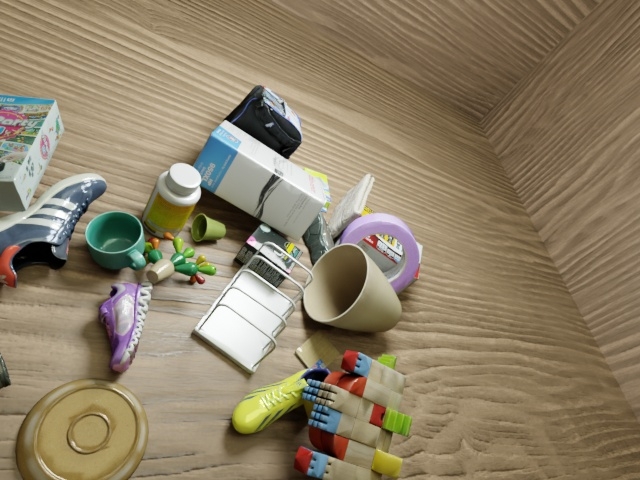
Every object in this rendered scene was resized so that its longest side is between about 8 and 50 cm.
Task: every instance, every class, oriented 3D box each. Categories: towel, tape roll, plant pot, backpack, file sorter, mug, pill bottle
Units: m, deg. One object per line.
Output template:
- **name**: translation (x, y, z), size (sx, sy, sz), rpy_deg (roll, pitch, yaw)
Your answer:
- **towel**: translation (0.113, -0.133, 1.668), size (0.049, 0.187, 0.282), rpy_deg (38, 39, -12)
- **tape roll**: translation (0.197, 0.049, 1.498), size (0.274, 0.275, 0.090), rpy_deg (36, 19, -9)
- **plant pot**: translation (0.131, 0.186, 1.383), size (0.274, 0.256, 0.257), rpy_deg (35, 37, -35)
- **backpack**: translation (-0.205, -0.418, 1.624), size (0.263, 0.276, 0.213), rpy_deg (35, 40, -30)
- **plant pot**: translation (-0.331, -0.032, 1.305), size (0.079, 0.083, 0.083), rpy_deg (13, 47, -48)
- **file sorter**: translation (-0.168, 0.170, 1.179), size (0.192, 0.173, 0.278), rpy_deg (37, 40, -6)
- **plant pot**: translation (-0.458, 0.383, 0.860), size (0.236, 0.032, 0.236), rpy_deg (22, 43, -23)
- **mug**: translation (-0.504, 0.018, 1.078), size (0.129, 0.097, 0.158), rpy_deg (-5, 55, -20)
- **pill bottle**: translation (-0.405, -0.110, 1.195), size (0.117, 0.215, 0.117), rpy_deg (22, 44, -23)

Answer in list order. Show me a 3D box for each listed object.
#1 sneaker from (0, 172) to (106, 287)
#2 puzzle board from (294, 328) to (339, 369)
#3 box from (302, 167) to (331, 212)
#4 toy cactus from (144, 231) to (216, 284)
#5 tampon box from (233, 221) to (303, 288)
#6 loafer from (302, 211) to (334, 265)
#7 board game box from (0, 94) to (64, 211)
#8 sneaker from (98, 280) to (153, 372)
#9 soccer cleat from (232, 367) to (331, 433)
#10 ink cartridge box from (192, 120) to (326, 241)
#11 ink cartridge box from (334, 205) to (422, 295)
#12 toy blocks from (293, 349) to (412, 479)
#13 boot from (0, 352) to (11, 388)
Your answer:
- **sneaker**: translation (-0.617, -0.024, 1.020), size (0.148, 0.131, 0.350), rpy_deg (40, 49, -1)
- **puzzle board**: translation (-0.009, 0.333, 1.291), size (0.096, 0.011, 0.128), rpy_deg (50, 41, 7)
- **box**: translation (-0.019, -0.202, 1.733), size (0.109, 0.042, 0.178), rpy_deg (15, 46, -29)
- **toy cactus**: translation (-0.389, 0.064, 1.129), size (0.218, 0.112, 0.180), rpy_deg (29, 23, 4)
- **tampon box**: translation (-0.160, 0.047, 1.348), size (0.161, 0.101, 0.120), rpy_deg (37, 39, -6)
- **loafer**: translation (0.000, 0.000, 1.549), size (0.084, 0.096, 0.268), rpy_deg (22, 47, -53)
- **board game box**: translation (-0.749, -0.207, 0.983), size (0.223, 0.098, 0.304), rpy_deg (2, 48, -12)
- **sneaker**: translation (-0.458, 0.187, 0.994), size (0.104, 0.095, 0.236), rpy_deg (16, 41, -22)
- **soccer cleat**: translation (-0.090, 0.387, 1.090), size (0.289, 0.121, 0.093), rpy_deg (-10, 63, -44)
- **ink cartridge box**: translation (-0.195, -0.200, 1.420), size (0.394, 0.166, 0.285), rpy_deg (30, 17, -15)
- **ink cartridge box**: translation (0.232, 0.010, 1.685), size (0.309, 0.130, 0.272), rpy_deg (35, 39, -10)
- **toy blocks**: translation (0.063, 0.428, 1.066), size (0.261, 0.190, 0.382), rpy_deg (35, 64, -32)
- **boot**: translation (-0.700, 0.211, 0.790), size (0.246, 0.083, 0.161), rpy_deg (45, 46, 11)
